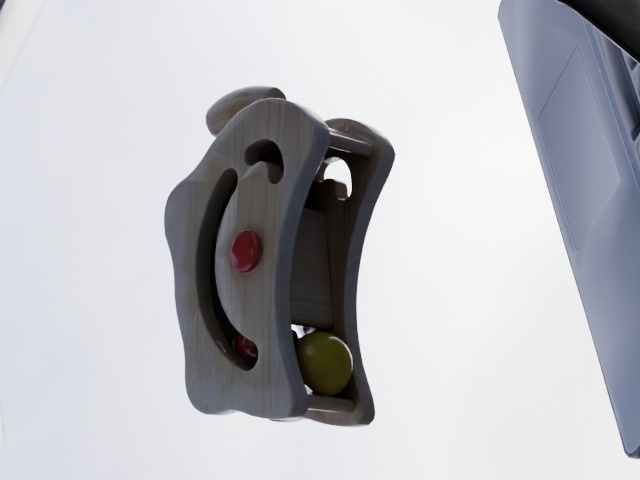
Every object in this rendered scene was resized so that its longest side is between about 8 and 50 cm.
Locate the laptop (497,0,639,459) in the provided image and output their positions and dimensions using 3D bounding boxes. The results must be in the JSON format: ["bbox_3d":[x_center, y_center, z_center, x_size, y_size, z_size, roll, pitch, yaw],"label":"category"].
[{"bbox_3d":[0.113,-0.138,0.957,0.236,0.382,0.408,2,-37,-17],"label":"laptop"}]

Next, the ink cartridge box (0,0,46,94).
[{"bbox_3d":[-0.408,-0.140,1.057,0.166,0.395,0.285,132,161,-79],"label":"ink cartridge box"}]

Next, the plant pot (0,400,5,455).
[{"bbox_3d":[-0.364,0.012,0.744,0.334,0.341,0.341,-25,-53,-5],"label":"plant pot"}]

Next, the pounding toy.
[{"bbox_3d":[0.000,0.000,1.142,0.155,0.154,0.269,12,-120,-44],"label":"pounding toy"}]
